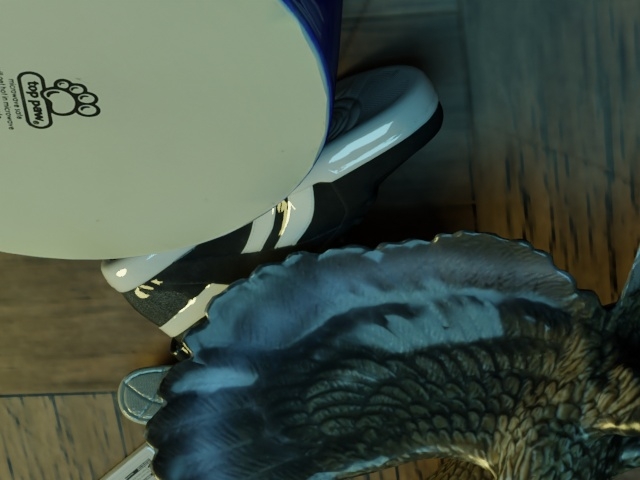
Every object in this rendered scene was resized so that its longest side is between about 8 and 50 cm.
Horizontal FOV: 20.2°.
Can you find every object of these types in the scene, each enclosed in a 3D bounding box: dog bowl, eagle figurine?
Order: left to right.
[{"bbox_3d":[-0.122,-0.104,0.832,0.265,0.104,0.265,2,146,1],"label":"dog bowl"},{"bbox_3d":[0.091,0.103,0.914,0.298,0.225,0.226,-2,99,38],"label":"eagle figurine"}]

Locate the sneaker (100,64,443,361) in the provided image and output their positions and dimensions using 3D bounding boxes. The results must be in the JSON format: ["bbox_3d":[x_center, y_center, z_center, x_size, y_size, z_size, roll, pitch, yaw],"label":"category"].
[{"bbox_3d":[0.000,0.000,0.953,0.217,0.079,0.121,-28,115,29],"label":"sneaker"}]

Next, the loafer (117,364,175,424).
[{"bbox_3d":[-0.051,0.088,1.030,0.125,0.039,0.045,2,86,4],"label":"loafer"}]

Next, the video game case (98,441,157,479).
[{"bbox_3d":[-0.088,0.184,1.098,0.122,0.011,0.087,43,116,-14],"label":"video game case"}]
